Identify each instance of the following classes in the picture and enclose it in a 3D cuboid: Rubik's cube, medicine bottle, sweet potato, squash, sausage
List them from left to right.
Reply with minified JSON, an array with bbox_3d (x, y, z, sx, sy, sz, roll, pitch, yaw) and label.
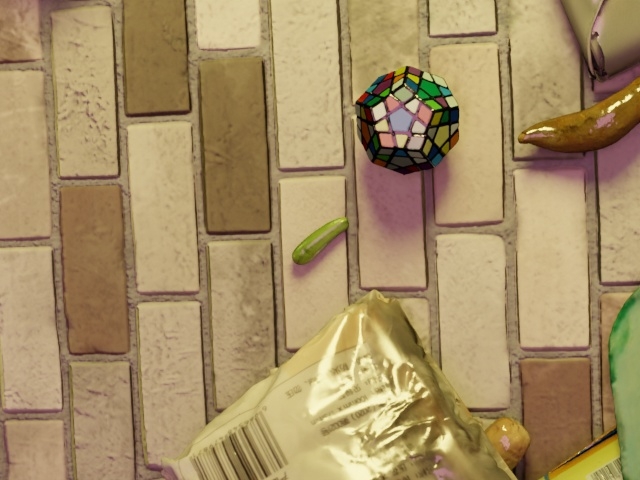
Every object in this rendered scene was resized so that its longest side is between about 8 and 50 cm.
[{"bbox_3d":[-0.001,-0.001,1.626,0.089,0.027,0.027,-41,86,9],"label":"squash"},{"bbox_3d":[0.105,-0.145,1.549,0.133,0.112,0.133,1,96,10],"label":"Rubik's cube"},{"bbox_3d":[0.148,0.338,1.601,0.066,0.066,0.301,45,101,5],"label":"sausage"},{"bbox_3d":[0.311,0.327,1.541,0.239,0.124,0.124,-34,87,12],"label":"medicine bottle"},{"bbox_3d":[0.360,-0.157,1.525,0.249,0.059,0.069,-29,51,10],"label":"sweet potato"}]

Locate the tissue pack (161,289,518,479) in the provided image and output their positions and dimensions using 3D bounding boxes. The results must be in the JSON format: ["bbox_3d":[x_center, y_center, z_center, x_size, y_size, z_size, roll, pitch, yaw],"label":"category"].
[{"bbox_3d":[0.023,0.298,1.531,0.375,0.195,0.390,-34,62,7],"label":"tissue pack"}]

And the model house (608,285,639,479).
[{"bbox_3d":[0.499,0.174,1.448,0.248,0.280,0.230,21,135,-16],"label":"model house"}]

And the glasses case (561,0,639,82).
[{"bbox_3d":[0.329,-0.350,1.504,0.128,0.083,0.308,-20,90,12],"label":"glasses case"}]
